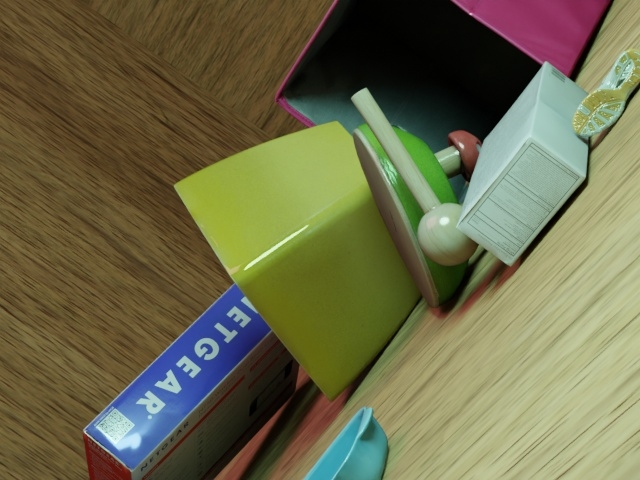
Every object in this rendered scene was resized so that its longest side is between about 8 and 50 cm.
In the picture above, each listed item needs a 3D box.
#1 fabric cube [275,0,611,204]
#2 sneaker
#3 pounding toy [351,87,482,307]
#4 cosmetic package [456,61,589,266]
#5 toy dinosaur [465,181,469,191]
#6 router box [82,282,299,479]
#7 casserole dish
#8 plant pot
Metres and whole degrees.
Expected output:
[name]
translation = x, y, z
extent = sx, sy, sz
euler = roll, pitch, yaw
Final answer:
[fabric cube]
translation = 0.149, -0.229, 1.560
extent = 0.254, 0.259, 0.258
euler = -53, 1, 42
[sneaker]
translation = 0.236, -0.116, 1.098
extent = 0.083, 0.032, 0.037
euler = -50, -11, 0
[pounding toy]
translation = 0.114, -0.048, 1.226
extent = 0.110, 0.183, 0.237
euler = -25, -12, -3
[cosmetic package]
translation = 0.178, -0.070, 1.148
extent = 0.099, 0.060, 0.239
euler = -51, 4, 25
[toy dinosaur]
translation = 0.165, -0.044, 1.354
extent = 0.183, 0.053, 0.093
euler = -51, -16, -35
[router box]
translation = -0.155, 0.218, 1.760
extent = 0.335, 0.082, 0.301
euler = -45, -19, -28
[casserole dish]
translation = -0.002, 0.213, 1.062
extent = 0.188, 0.037, 0.114
euler = -54, 3, 19
[plant pot]
translation = 0.000, 0.000, 1.439
extent = 0.187, 0.212, 0.212
euler = -37, 37, 0
